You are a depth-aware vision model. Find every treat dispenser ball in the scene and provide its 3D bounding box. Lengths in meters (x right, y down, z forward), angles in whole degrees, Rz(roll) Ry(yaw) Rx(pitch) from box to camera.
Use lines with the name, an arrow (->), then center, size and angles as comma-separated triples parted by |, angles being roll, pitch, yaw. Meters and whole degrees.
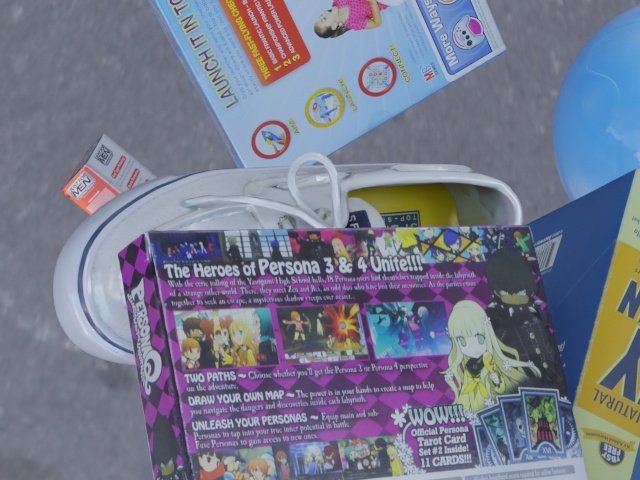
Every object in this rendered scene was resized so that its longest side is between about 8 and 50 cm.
treat dispenser ball -> 0.385, -0.112, 1.841 | 0.288, 0.288, 0.288 | 1, 119, 2

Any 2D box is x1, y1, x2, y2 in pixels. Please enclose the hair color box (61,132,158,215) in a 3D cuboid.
hair color box -> -0.173, -0.031, 1.698 | 0.141, 0.072, 0.043 | 41, 118, -13

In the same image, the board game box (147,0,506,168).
board game box -> -0.007, -0.251, 1.778 | 0.302, 0.086, 0.308 | -30, 121, -6

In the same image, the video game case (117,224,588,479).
video game case -> 0.026, 0.097, 0.871 | 0.232, 0.210, 0.042 | -2, 163, -32

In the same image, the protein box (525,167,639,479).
protein box -> 0.162, 0.099, 1.078 | 0.136, 0.201, 0.200 | 29, 151, -18

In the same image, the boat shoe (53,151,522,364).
boat shoe -> 0.003, 0.009, 1.228 | 0.156, 0.367, 0.136 | -8, 90, 51
